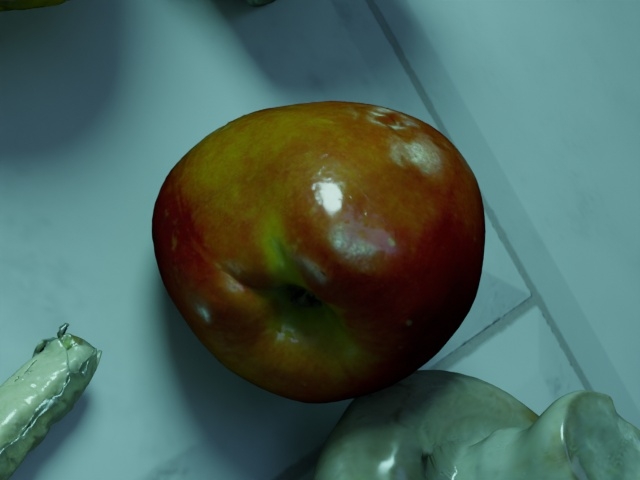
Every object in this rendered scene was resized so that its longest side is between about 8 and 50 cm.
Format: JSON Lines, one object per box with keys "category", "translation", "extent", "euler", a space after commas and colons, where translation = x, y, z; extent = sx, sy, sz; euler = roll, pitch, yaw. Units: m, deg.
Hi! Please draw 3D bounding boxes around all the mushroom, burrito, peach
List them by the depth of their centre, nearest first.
{"category": "burrito", "translation": [-0.194, 0.121, 0.566], "extent": [0.045, 0.041, 0.185], "euler": [19, 43, 22]}
{"category": "mushroom", "translation": [0.122, 0.192, 0.662], "extent": [0.243, 0.243, 0.244], "euler": [19, 57, -32]}
{"category": "peach", "translation": [0.000, 0.000, 0.684], "extent": [0.243, 0.199, 0.243], "euler": [7, 28, -4]}

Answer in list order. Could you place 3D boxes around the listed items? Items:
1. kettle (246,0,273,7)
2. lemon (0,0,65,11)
{"category": "kettle", "translation": [-0.082, -0.418, 0.756], "extent": [0.377, 0.250, 0.361], "euler": [51, 5, -3]}
{"category": "lemon", "translation": [-0.215, -0.287, 0.605], "extent": [0.293, 0.293, 0.293], "euler": [19, 57, -32]}
